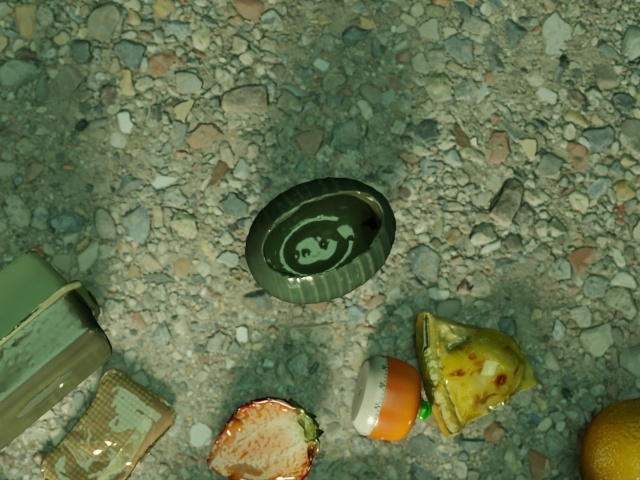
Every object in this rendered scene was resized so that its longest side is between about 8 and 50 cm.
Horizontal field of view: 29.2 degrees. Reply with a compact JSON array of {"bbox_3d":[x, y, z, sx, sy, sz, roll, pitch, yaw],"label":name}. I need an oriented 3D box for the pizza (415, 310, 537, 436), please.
[{"bbox_3d":[0.244,0.189,1.980,0.188,0.080,0.204,-23,83,-12],"label":"pizza"}]

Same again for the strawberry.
[{"bbox_3d":[-0.085,0.320,1.910,0.187,0.082,0.146,-19,79,-5],"label":"strawberry"}]

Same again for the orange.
[{"bbox_3d":[0.516,0.358,1.924,0.236,0.236,0.236,1,81,-8],"label":"orange"}]

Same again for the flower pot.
[{"bbox_3d":[0.000,0.000,1.934,0.243,0.157,0.189,-21,86,-12],"label":"flower pot"}]

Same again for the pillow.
[{"bbox_3d":[-0.329,0.314,1.898,0.135,0.034,0.211,35,79,-3],"label":"pillow"}]

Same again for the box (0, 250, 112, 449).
[{"bbox_3d":[-0.454,0.167,1.812,0.290,0.220,0.166,-41,76,-11],"label":"box"}]

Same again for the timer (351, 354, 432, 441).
[{"bbox_3d":[0.117,0.253,1.944,0.136,0.099,0.136,-1,93,-15],"label":"timer"}]
